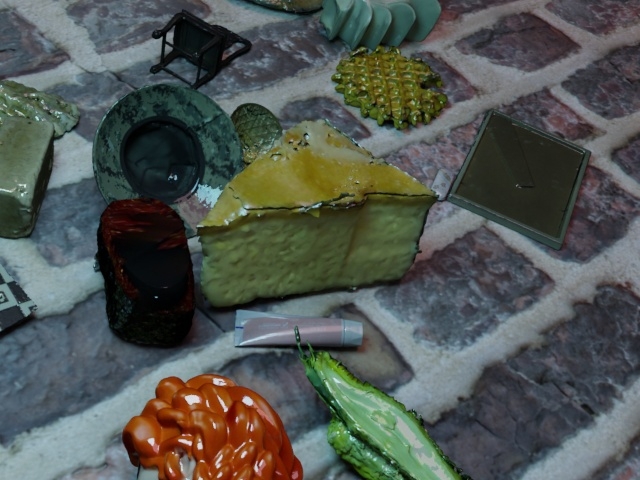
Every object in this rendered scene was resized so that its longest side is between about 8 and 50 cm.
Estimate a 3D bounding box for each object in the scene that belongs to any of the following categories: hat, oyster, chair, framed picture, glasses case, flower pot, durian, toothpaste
[{"bbox_3d":[-0.268,-0.134,1.578,0.266,0.265,0.128,-17,18,-30],"label":"hat"},{"bbox_3d":[-0.520,-0.236,1.646,0.209,0.072,0.132,15,48,-6],"label":"oyster"},{"bbox_3d":[-0.222,-0.391,1.864,0.106,0.113,0.229,31,50,10],"label":"chair"},{"bbox_3d":[-0.133,-0.168,1.715,0.146,0.067,0.146,14,70,-44],"label":"hat"},{"bbox_3d":[0.392,-0.130,1.868,0.232,0.024,0.315,25,46,7],"label":"framed picture"},{"bbox_3d":[0.227,-0.105,1.791,0.032,0.021,0.083,26,45,4],"label":"glasses case"},{"bbox_3d":[0.094,-0.589,2.074,0.254,0.164,0.367,-12,67,-23],"label":"flower pot"},{"bbox_3d":[0.082,0.265,1.333,0.375,0.106,0.132,38,50,17],"label":"durian"},{"bbox_3d":[-0.034,0.139,1.468,0.195,0.043,0.067,4,49,-6],"label":"toothpaste"}]

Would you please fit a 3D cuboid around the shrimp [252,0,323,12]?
[{"bbox_3d":[-0.163,-0.602,2.109,0.445,0.085,0.272,7,51,-17],"label":"shrimp"}]

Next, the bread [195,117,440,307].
[{"bbox_3d":[0.000,0.000,1.468,0.279,0.248,0.315,26,49,10],"label":"bread"}]

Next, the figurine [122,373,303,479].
[{"bbox_3d":[-0.168,0.362,1.110,0.306,0.241,0.411,20,59,35],"label":"figurine"}]

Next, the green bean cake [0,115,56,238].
[{"bbox_3d":[-0.474,-0.101,1.503,0.085,0.109,0.179,11,45,-9],"label":"green bean cake"}]

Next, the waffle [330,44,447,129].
[{"bbox_3d":[0.143,-0.316,1.948,0.232,0.051,0.229,38,51,20],"label":"waffle"}]

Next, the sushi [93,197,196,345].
[{"bbox_3d":[-0.258,0.046,1.429,0.136,0.126,0.225,-8,45,-22],"label":"sushi"}]

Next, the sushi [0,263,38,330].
[{"bbox_3d":[-0.539,0.091,1.351,0.193,0.040,0.210,45,48,15],"label":"sushi"}]
